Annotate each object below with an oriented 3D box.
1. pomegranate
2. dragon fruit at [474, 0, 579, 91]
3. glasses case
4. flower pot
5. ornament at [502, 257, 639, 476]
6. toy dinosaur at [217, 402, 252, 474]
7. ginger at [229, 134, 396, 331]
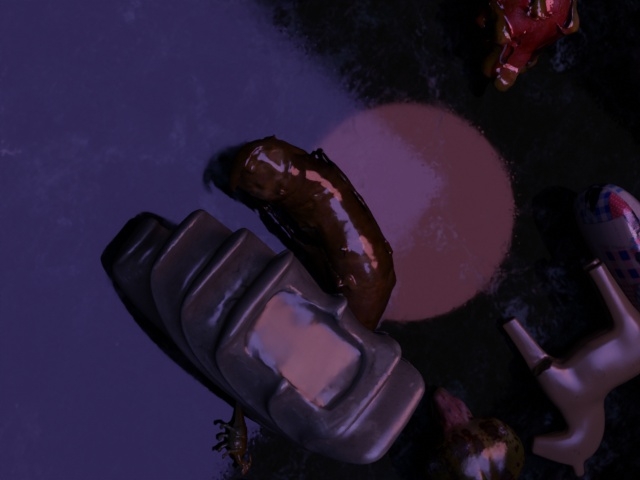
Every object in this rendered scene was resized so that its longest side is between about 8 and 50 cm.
[{"bbox_3d":[0.193,0.274,1.572,0.138,0.125,0.163,-26,98,-3],"label":"pomegranate"},{"bbox_3d":[0.268,-0.299,1.591,0.150,0.133,0.207,21,102,8],"label":"dragon fruit"},{"bbox_3d":[0.458,0.061,1.652,0.076,0.125,0.327,-37,101,-13],"label":"glasses case"},{"bbox_3d":[-0.070,0.112,1.413,0.367,0.254,0.164,42,73,-15],"label":"flower pot"},{"bbox_3d":[0.357,0.185,1.646,0.230,0.061,0.245,-35,99,3],"label":"ornament"},{"bbox_3d":[-0.112,0.243,1.525,0.041,0.026,0.113,-6,80,-17],"label":"toy dinosaur"},{"bbox_3d":[0.007,-0.012,1.518,0.133,0.107,0.309,-46,108,-26],"label":"ginger"}]
